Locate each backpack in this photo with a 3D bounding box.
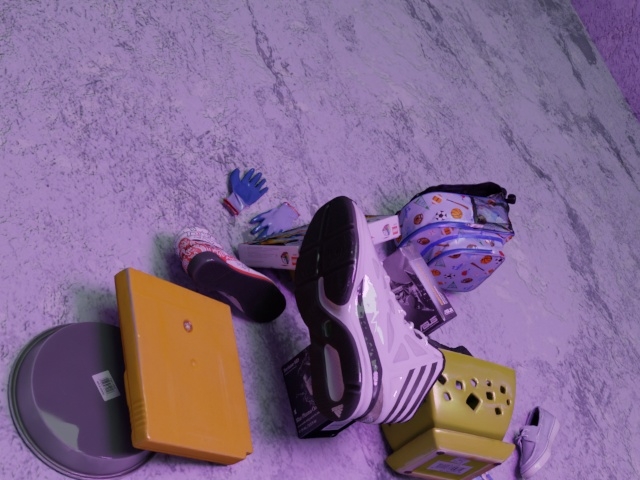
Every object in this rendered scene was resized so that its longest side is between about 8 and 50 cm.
[{"bbox_3d":[0.306,-0.003,2.252,0.263,0.276,0.213,13,49,-17],"label":"backpack"}]

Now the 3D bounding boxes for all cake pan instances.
[{"bbox_3d":[-0.380,0.262,1.593,0.293,0.054,0.293,23,47,-27],"label":"cake pan"}]

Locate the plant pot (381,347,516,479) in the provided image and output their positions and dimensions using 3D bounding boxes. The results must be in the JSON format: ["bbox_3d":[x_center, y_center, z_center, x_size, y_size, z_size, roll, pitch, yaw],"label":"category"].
[{"bbox_3d":[0.260,0.374,1.921,0.228,0.227,0.207,16,53,-22],"label":"plant pot"}]

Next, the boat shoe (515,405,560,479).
[{"bbox_3d":[0.494,0.468,2.178,0.081,0.079,0.227,42,35,3],"label":"boat shoe"}]

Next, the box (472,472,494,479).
[{"bbox_3d":[0.325,0.512,2.028,0.136,0.028,0.081,53,42,2],"label":"box"}]

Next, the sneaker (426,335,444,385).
[{"bbox_3d":[0.223,0.251,2.098,0.078,0.106,0.234,-27,45,-10],"label":"sneaker"}]

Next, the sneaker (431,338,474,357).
[{"bbox_3d":[0.311,0.274,2.183,0.170,0.051,0.089,41,34,-6],"label":"sneaker"}]

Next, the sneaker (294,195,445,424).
[{"bbox_3d":[0.100,0.145,1.803,0.257,0.169,0.448,19,57,-40],"label":"sneaker"}]

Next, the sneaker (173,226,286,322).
[{"bbox_3d":[-0.184,0.063,1.882,0.270,0.090,0.145,34,11,-45],"label":"sneaker"}]

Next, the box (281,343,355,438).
[{"bbox_3d":[0.014,0.289,1.834,0.093,0.156,0.158,6,56,-37],"label":"box"}]

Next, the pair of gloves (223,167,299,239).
[{"bbox_3d":[-0.136,-0.075,2.085,0.198,0.023,0.159,45,39,-5],"label":"pair of gloves"}]

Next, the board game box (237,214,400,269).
[{"bbox_3d":[0.000,0.000,2.003,0.305,0.193,0.053,-18,103,-42],"label":"board game box"}]

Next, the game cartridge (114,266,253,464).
[{"bbox_3d":[-0.244,0.232,1.675,0.285,0.052,0.324,28,42,-50],"label":"game cartridge"}]

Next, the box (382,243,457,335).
[{"bbox_3d":[0.159,0.143,2.012,0.056,0.231,0.183,-16,72,-50],"label":"box"}]

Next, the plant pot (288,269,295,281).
[{"bbox_3d":[-0.003,0.076,2.017,0.134,0.134,0.095,-20,103,-47],"label":"plant pot"}]
